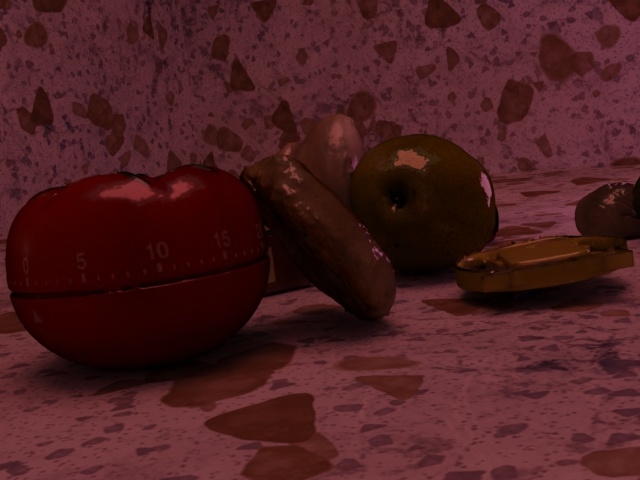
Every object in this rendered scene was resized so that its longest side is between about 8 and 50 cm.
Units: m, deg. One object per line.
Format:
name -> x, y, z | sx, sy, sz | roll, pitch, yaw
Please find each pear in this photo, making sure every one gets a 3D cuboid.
pear -> 0.191, -0.069, 1.809 | 0.294, 0.294, 0.294 | -6, 8, 1

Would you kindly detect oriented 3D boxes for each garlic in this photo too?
garlic -> 0.001, -0.092, 1.995 | 0.249, 0.313, 0.286 | -23, 13, -29

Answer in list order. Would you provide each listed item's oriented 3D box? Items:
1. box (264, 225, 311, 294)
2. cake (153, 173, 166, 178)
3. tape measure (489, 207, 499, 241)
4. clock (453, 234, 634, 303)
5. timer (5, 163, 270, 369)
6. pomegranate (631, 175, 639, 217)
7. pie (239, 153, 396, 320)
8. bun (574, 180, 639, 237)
box -> -0.252, 0.043, 1.883 | 0.344, 0.122, 0.385 | -11, 9, -30
cake -> -0.303, -0.088, 2.039 | 0.135, 0.112, 0.246 | -6, 3, -23
tape measure -> 0.272, -0.046, 2.142 | 0.260, 0.114, 0.253 | -4, 9, 13
clock -> 0.359, 0.048, 1.541 | 0.277, 0.071, 0.293 | -9, 7, 9
timer -> -0.262, 0.035, 1.387 | 0.378, 0.279, 0.378 | -8, 6, 1
pomegranate -> 0.688, -0.067, 1.831 | 0.181, 0.181, 0.224 | -1, 31, 35
pie -> 0.000, 0.000, 1.460 | 0.092, 0.315, 0.315 | -42, 18, -13
bun -> 0.630, -0.068, 2.012 | 0.173, 0.113, 0.166 | -15, 11, -34
